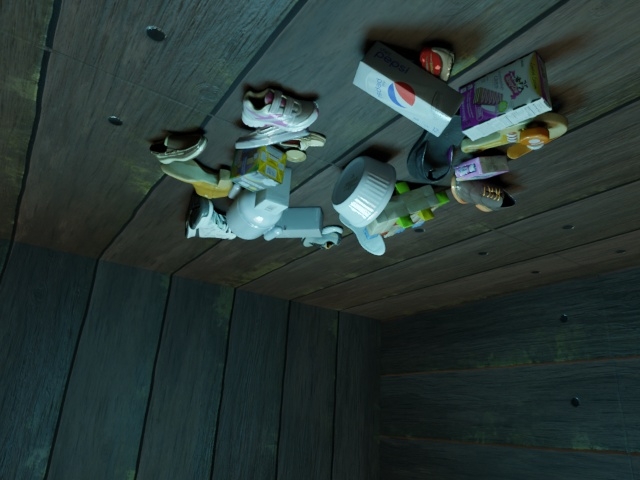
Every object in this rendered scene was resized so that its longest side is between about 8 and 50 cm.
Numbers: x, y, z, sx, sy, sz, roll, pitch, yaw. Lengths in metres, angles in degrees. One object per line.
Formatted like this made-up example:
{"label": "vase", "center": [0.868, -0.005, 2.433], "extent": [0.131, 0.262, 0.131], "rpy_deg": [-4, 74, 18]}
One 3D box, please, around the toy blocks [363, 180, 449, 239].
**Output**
{"label": "toy blocks", "center": [0.328, -0.105, 2.045], "extent": [0.382, 0.190, 0.261], "rpy_deg": [-18, 163, -14]}

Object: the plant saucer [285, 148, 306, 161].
{"label": "plant saucer", "center": [-0.096, -0.328, 1.808], "extent": [0.084, 0.015, 0.083], "rpy_deg": [3, 159, 1]}

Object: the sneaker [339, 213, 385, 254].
{"label": "sneaker", "center": [0.224, -0.036, 2.230], "extent": [0.104, 0.295, 0.147], "rpy_deg": [-50, 150, 13]}

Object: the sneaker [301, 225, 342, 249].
{"label": "sneaker", "center": [0.000, 0.000, 2.500], "extent": [0.272, 0.107, 0.100], "rpy_deg": [-15, 154, 42]}

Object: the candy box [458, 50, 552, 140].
{"label": "candy box", "center": [0.515, -0.403, 1.337], "extent": [0.234, 0.159, 0.071], "rpy_deg": [-18, 151, 41]}

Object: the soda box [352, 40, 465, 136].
{"label": "soda box", "center": [0.237, -0.409, 1.281], "extent": [0.286, 0.098, 0.091], "rpy_deg": [34, 157, 3]}

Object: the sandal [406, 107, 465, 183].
{"label": "sandal", "center": [0.407, -0.300, 1.680], "extent": [0.168, 0.106, 0.445], "rpy_deg": [3, 159, 2]}

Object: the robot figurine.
{"label": "robot figurine", "center": [-0.291, -0.127, 2.093], "extent": [0.300, 0.199, 0.353], "rpy_deg": [45, 147, -8]}

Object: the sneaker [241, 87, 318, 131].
{"label": "sneaker", "center": [-0.133, -0.414, 1.483], "extent": [0.253, 0.102, 0.111], "rpy_deg": [1, 160, 4]}

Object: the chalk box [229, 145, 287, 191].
{"label": "chalk box", "center": [-0.252, -0.276, 1.801], "extent": [0.213, 0.131, 0.132], "rpy_deg": [-7, 158, 41]}

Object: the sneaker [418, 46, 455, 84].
{"label": "sneaker", "center": [0.300, -0.453, 1.365], "extent": [0.119, 0.107, 0.279], "rpy_deg": [21, 156, 6]}

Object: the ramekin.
{"label": "ramekin", "center": [0.153, -0.197, 1.791], "extent": [0.127, 0.272, 0.273], "rpy_deg": [29, 150, -22]}

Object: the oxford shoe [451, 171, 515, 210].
{"label": "oxford shoe", "center": [0.640, -0.197, 1.849], "extent": [0.364, 0.129, 0.133], "rpy_deg": [11, 177, -43]}

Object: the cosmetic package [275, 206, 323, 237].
{"label": "cosmetic package", "center": [-0.109, -0.086, 2.274], "extent": [0.238, 0.127, 0.107], "rpy_deg": [-3, 157, 12]}

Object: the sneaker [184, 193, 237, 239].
{"label": "sneaker", "center": [-0.502, -0.111, 2.277], "extent": [0.258, 0.168, 0.447], "rpy_deg": [2, 168, -21]}

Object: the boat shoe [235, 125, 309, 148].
{"label": "boat shoe", "center": [-0.172, -0.373, 1.607], "extent": [0.268, 0.088, 0.096], "rpy_deg": [-8, -170, 21]}

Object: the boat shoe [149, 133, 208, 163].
{"label": "boat shoe", "center": [-0.530, -0.345, 1.733], "extent": [0.258, 0.095, 0.095], "rpy_deg": [-11, 148, 33]}

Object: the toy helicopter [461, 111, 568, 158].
{"label": "toy helicopter", "center": [0.633, -0.346, 1.559], "extent": [0.235, 0.140, 0.355], "rpy_deg": [8, 170, -36]}

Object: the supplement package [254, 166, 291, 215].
{"label": "supplement package", "center": [-0.191, -0.209, 1.900], "extent": [0.105, 0.179, 0.105], "rpy_deg": [16, 155, -29]}

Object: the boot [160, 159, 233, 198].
{"label": "boot", "center": [-0.515, -0.245, 1.966], "extent": [0.296, 0.104, 0.211], "rpy_deg": [9, 159, -18]}

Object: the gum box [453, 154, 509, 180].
{"label": "gum box", "center": [0.581, -0.261, 1.709], "extent": [0.189, 0.062, 0.107], "rpy_deg": [-10, 177, -38]}

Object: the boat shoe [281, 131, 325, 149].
{"label": "boat shoe", "center": [-0.067, -0.352, 1.686], "extent": [0.170, 0.059, 0.063], "rpy_deg": [7, 158, -8]}
